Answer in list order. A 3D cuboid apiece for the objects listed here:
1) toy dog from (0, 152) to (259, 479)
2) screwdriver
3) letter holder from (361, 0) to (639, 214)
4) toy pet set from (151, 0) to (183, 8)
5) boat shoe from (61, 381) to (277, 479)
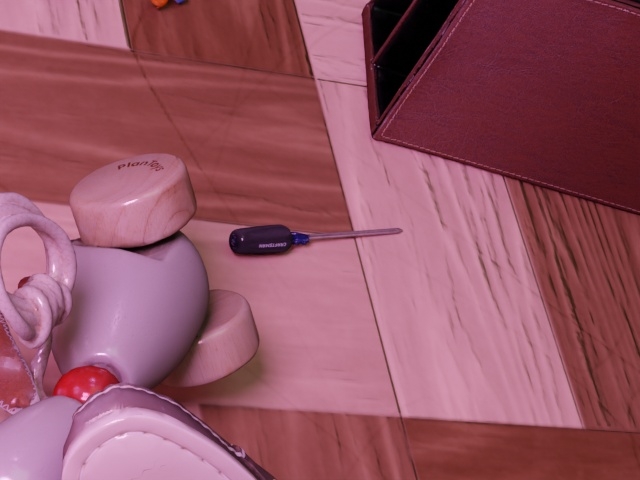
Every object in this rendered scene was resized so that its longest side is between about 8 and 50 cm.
[{"bbox_3d":[-0.173,0.071,1.244,0.333,0.161,0.220,-21,101,-64],"label":"toy dog"},{"bbox_3d":[0.000,0.000,1.518,0.170,0.024,0.025,2,83,-38],"label":"screwdriver"},{"bbox_3d":[0.217,-0.168,1.646,0.301,0.214,0.152,15,48,-20],"label":"letter holder"},{"bbox_3d":[-0.185,-0.231,1.583,0.122,0.065,0.114,54,12,13],"label":"toy pet set"},{"bbox_3d":[-0.061,0.184,1.169,0.324,0.116,0.097,54,11,-40],"label":"boat shoe"}]
